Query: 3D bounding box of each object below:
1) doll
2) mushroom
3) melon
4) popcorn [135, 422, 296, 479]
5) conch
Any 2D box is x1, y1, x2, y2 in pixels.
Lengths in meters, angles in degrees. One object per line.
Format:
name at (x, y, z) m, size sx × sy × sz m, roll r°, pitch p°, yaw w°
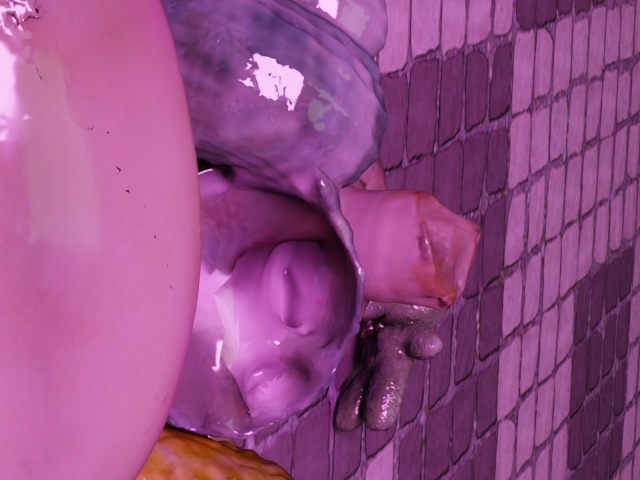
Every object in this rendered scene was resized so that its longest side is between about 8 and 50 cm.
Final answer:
doll at (0.053, 0.083, 1.535) m, size 0.115 × 0.077 × 0.150 m, roll -24°, pitch -137°, yaw 61°
mushroom at (0.000, 0.000, 1.193) m, size 0.204 × 0.204 × 0.204 m, roll 6°, pitch 90°, yaw -69°
melon at (-0.157, -0.018, 0.736) m, size 0.223 × 0.223 × 0.317 m, roll -42°, pitch 134°, yaw -60°
popcorn at (-0.084, 0.190, 1.050) m, size 0.198 × 0.198 × 0.212 m, roll -58°, pitch 154°, yaw -50°
conch at (-0.051, -0.047, 1.018) m, size 0.277 × 0.220 × 0.195 m, roll -59°, pitch 173°, yaw -10°
